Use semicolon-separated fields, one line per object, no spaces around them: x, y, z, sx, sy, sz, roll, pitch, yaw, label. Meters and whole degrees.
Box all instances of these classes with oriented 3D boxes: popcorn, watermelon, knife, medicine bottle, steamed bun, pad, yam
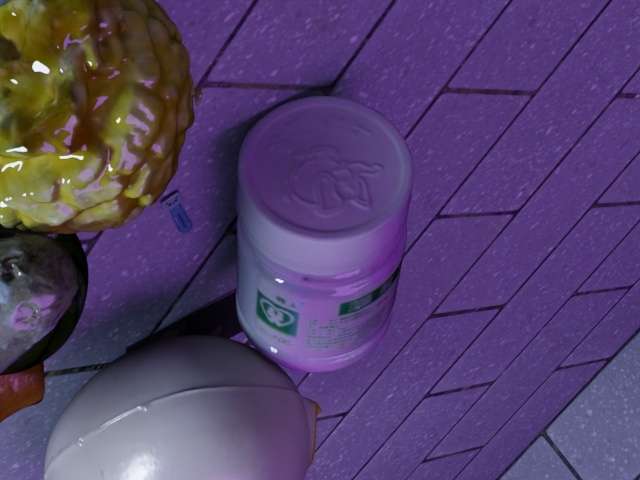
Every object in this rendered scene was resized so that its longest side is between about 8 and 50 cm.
-0.229;-0.133;1.479;0.236;0.206;0.251;-16;144;-5;popcorn
-0.321;0.037;1.647;0.188;0.188;0.214;-7;161;-48;watermelon
-0.169;-0.031;1.950;0.027;0.010;0.096;-34;155;-6;knife
0.000;0.000;1.989;0.212;0.212;0.325;-28;153;-20;medicine bottle
-0.185;0.287;2.115;0.334;0.334;0.374;-6;158;-48;steamed bun
-0.182;0.134;2.227;0.190;0.004;0.127;-28;154;-20;pad
-0.360;0.101;1.518;0.330;0.133;0.133;-35;157;18;yam

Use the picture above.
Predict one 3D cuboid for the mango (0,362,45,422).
-0.453;0.184;1.762;0.359;0.187;0.144;-41;-160;-17;mango
